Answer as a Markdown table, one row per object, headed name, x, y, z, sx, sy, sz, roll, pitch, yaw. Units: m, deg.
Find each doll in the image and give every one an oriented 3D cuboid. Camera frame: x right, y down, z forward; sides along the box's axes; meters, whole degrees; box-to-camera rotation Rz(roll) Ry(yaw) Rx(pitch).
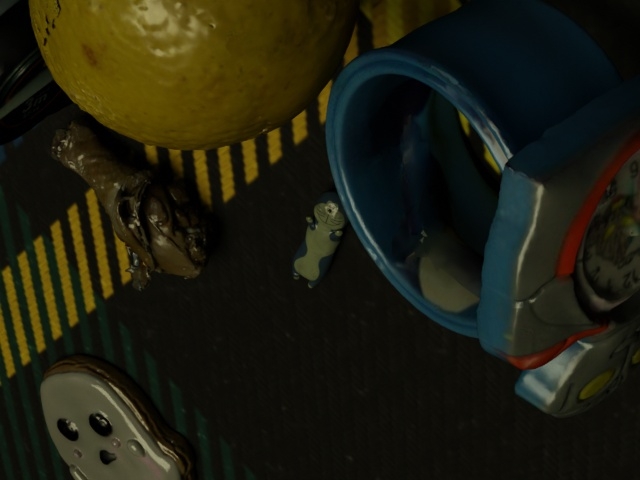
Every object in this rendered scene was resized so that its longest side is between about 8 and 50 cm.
| name | x | y | z | sx | sy | sz | roll | pitch | yaw |
| --- | --- | --- | --- | --- | --- | --- | --- | --- | --- |
| doll | 0.000 | 0.000 | 1.472 | 0.037 | 0.027 | 0.125 | 29 | 135 | 7 |

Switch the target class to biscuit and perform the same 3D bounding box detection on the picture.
| name | x | y | z | sx | sy | sz | roll | pitch | yaw |
| --- | --- | --- | --- | --- | --- | --- | --- | --- | --- |
| biscuit | -0.242 | 0.225 | 1.816 | 0.208 | 0.049 | 0.181 | 51 | 136 | -8 |

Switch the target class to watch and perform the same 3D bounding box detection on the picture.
| name | x | y | z | sx | sy | sz | roll | pitch | yaw |
| --- | --- | --- | --- | --- | --- | --- | --- | --- | --- |
| watch | 0.145 | -0.025 | 1.228 | 0.274 | 0.241 | 0.305 | 33 | 139 | 37 |

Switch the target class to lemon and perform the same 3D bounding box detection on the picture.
| name | x | y | z | sx | sy | sz | roll | pitch | yaw |
| --- | --- | --- | --- | --- | --- | --- | --- | --- | --- |
| lemon | -0.090 | -0.198 | 1.213 | 0.258 | 0.258 | 0.310 | 55 | 161 | -10 |

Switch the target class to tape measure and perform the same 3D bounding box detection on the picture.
| name | x | y | z | sx | sy | sz | roll | pitch | yaw |
| --- | --- | --- | --- | --- | --- | --- | --- | --- | --- |
| tape measure | -0.280 | -0.169 | 1.447 | 0.107 | 0.182 | 0.181 | 42 | 135 | 9 |

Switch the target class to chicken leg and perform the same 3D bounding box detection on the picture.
| name | x | y | z | sx | sy | sz | roll | pitch | yaw |
| --- | --- | --- | --- | --- | --- | --- | --- | --- | --- |
| chicken leg | -0.186 | -0.038 | 1.553 | 0.196 | 0.080 | 0.125 | 52 | 149 | -6 |
